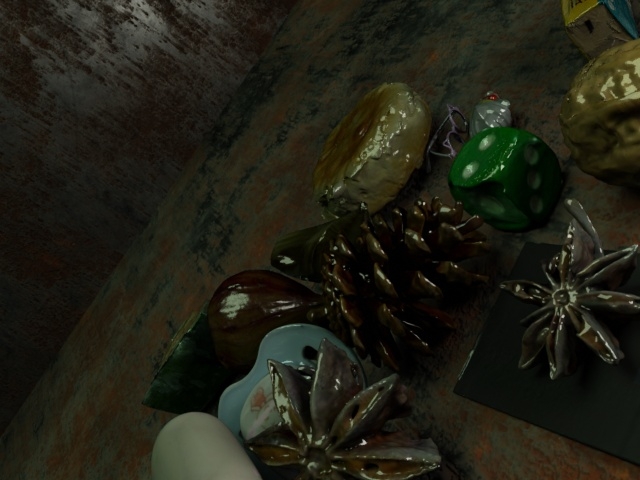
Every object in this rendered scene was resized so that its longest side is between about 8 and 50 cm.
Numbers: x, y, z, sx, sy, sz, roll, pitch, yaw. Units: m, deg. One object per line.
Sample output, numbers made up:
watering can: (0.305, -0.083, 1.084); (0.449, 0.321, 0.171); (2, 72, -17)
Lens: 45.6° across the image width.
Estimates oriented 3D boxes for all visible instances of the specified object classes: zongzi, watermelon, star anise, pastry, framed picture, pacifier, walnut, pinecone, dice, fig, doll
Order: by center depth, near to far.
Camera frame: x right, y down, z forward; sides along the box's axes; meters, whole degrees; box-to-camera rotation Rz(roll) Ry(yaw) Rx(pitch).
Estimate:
star anise: (0.321, 0.066, 0.948); (0.209, 0.089, 0.231); (23, 85, 52)
walnut: (0.422, -0.162, 0.970); (0.245, 0.198, 0.198); (-22, 41, 53)
framed picture: (0.332, 0.124, 0.983); (0.255, 0.014, 0.338); (-61, 26, -11)
star anise: (0.031, 0.293, 1.069); (0.331, 0.332, 0.117); (-34, -11, 37)
pinecone: (0.126, 0.063, 1.171); (0.309, 0.244, 0.244); (-33, 30, 7)
dice: (0.287, -0.097, 1.185); (0.120, 0.128, 0.131); (-60, 25, -14)
pacifier: (-0.025, 0.267, 1.272); (0.287, 0.238, 0.226); (-57, -7, 18)
zongzi: (0.000, 0.000, 1.367); (0.220, 0.242, 0.112); (5, 62, 17)
doll: (0.304, -0.225, 1.377); (0.094, 0.079, 0.180); (-43, 16, 24)
fig: (-0.051, 0.148, 1.468); (0.320, 0.217, 0.217); (-10, 45, 19)
pastry: (0.109, -0.184, 1.571); (0.330, 0.136, 0.330); (-47, 22, 25)
watermelon: (-0.257, 0.252, 1.718); (0.264, 0.151, 0.302); (-54, 8, 10)

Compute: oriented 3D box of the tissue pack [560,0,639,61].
tissue pack: (0.451, -0.379, 1.248); (0.082, 0.120, 0.169); (-31, 36, 38)

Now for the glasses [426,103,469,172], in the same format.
glasses: (0.228, -0.187, 1.469); (0.103, 0.062, 0.140); (-32, 33, 42)

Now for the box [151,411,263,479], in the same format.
box: (-0.160, 0.452, 1.134); (0.288, 0.141, 0.349); (-151, 55, -65)
